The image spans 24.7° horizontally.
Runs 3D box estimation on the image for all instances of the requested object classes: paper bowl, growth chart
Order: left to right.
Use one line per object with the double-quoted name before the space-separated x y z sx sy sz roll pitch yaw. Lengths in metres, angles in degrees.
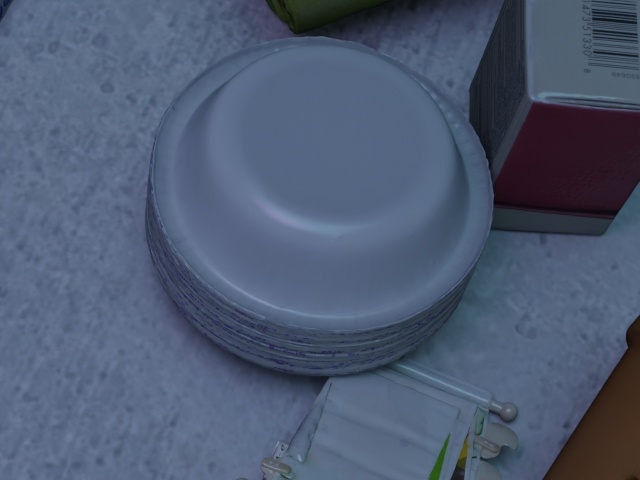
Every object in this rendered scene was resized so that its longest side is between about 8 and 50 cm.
"paper bowl" 0.001 -0.044 1.194 0.284 0.148 0.284 4 59 -7
"growth chart" 0.057 0.165 1.150 0.172 0.021 0.237 28 38 11

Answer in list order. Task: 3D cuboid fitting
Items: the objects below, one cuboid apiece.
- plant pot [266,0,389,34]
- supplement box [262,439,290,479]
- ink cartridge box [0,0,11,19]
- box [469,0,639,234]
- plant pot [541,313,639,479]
"plant pot" 0.047 -0.317 1.303 0.254 0.276 0.276 -28 72 -4
"supplement box" 0.003 0.199 1.160 0.098 0.062 0.036 23 67 4
"ink cartridge box" -0.305 -0.298 1.350 0.097 0.046 0.207 22 70 4
"box" 0.208 -0.119 1.227 0.127 0.232 0.148 4 66 -4
"plant pot" 0.298 0.195 1.091 0.203 0.291 0.291 -42 76 -3
